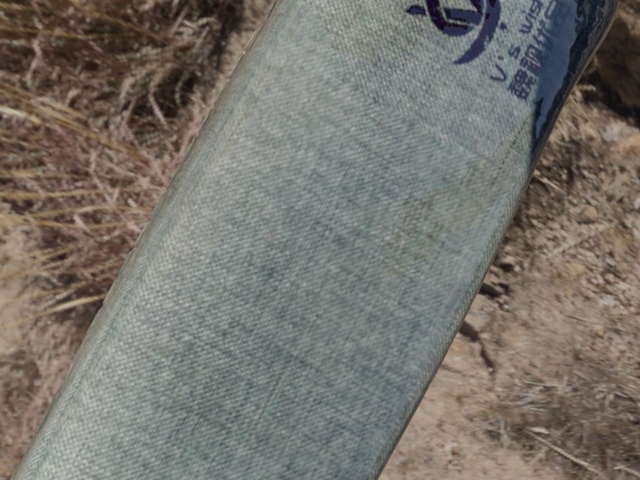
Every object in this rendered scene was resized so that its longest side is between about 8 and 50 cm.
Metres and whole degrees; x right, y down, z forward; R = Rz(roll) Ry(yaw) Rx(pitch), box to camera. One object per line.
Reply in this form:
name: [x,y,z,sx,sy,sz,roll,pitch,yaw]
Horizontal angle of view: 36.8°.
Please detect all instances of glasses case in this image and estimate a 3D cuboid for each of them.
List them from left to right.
glasses case: [0.000,0.000,0.397,0.131,0.074,0.323,29,82,-11]
